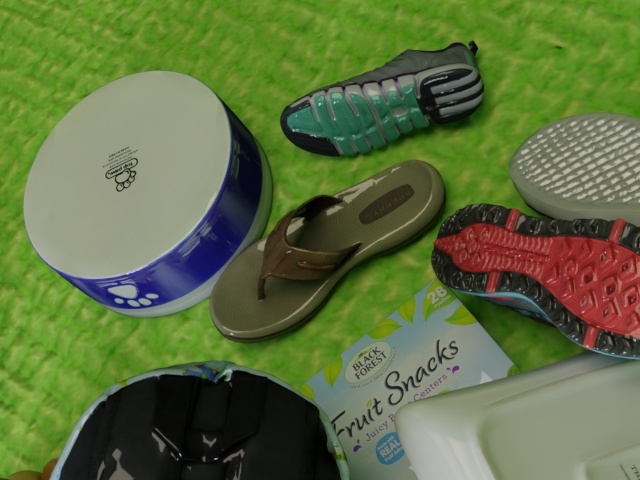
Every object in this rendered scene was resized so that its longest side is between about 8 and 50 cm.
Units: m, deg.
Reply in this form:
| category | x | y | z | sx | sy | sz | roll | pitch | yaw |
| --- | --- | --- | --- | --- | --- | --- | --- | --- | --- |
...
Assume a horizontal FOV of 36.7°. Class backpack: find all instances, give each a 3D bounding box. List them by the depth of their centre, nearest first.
| category | x | y | z | sx | sy | sz | roll | pitch | yaw |
| --- | --- | --- | --- | --- | --- | --- | --- | --- | --- |
| backpack | -0.101 | 0.268 | 0.726 | 0.290 | 0.273 | 0.356 | 4 | 87 | 0 |

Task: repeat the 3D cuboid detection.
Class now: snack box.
| category | x | y | z | sx | sy | sz | roll | pitch | yaw |
| --- | --- | --- | --- | --- | --- | --- | --- | --- | --- |
| snack box | 0.084 | 0.164 | 0.866 | 0.207 | 0.070 | 0.174 | -38 | 56 | 1 |

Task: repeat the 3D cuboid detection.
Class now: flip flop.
| category | x | y | z | sx | sy | sz | roll | pitch | yaw |
| --- | --- | --- | --- | --- | --- | --- | --- | --- | --- |
| flip flop | 0.000 | 0.000 | 0.981 | 0.277 | 0.080 | 0.112 | -32 | 56 | 6 |

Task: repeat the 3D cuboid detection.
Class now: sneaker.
| category | x | y | z | sx | sy | sz | roll | pitch | yaw |
| --- | --- | --- | --- | --- | --- | --- | --- | --- | --- |
| sneaker | 0.225 | 0.033 | 0.825 | 0.262 | 0.125 | 0.104 | 24 | 93 | 48 |
| sneaker | 0.301 | -0.022 | 0.847 | 0.126 | 0.127 | 0.321 | -46 | 31 | -11 |
| sneaker | 0.068 | -0.157 | 1.050 | 0.223 | 0.083 | 0.098 | -10 | 38 | 16 |

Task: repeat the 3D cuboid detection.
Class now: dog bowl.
| category | x | y | z | sx | sy | sz | roll | pitch | yaw |
| --- | --- | --- | --- | --- | --- | --- | --- | --- | --- |
| dog bowl | -0.194 | -0.054 | 1.080 | 0.264 | 0.104 | 0.265 | -10 | 61 | 19 |

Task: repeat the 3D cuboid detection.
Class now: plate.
| category | x | y | z | sx | sy | sz | roll | pitch | yaw |
| --- | --- | --- | --- | --- | --- | --- | --- | --- | --- |
| plate | 0.232 | 0.198 | 0.723 | 0.278 | 0.045 | 0.277 | -14 | 55 | -18 |

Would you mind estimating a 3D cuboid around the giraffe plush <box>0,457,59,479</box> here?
| category | x | y | z | sx | sy | sz | roll | pitch | yaw |
| --- | --- | --- | --- | --- | --- | --- | --- | --- | --- |
| giraffe plush | -0.284 | 0.291 | 0.901 | 0.210 | 0.170 | 0.181 | 37 | 83 | 33 |
